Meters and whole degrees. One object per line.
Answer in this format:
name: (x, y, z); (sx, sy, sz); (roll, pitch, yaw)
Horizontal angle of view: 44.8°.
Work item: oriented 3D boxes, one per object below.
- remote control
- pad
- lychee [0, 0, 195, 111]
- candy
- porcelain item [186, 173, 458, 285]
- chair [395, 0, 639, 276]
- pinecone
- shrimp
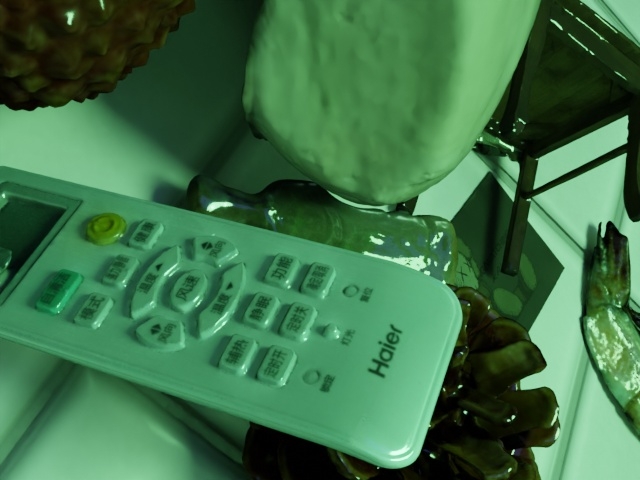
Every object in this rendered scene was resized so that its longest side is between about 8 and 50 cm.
remote control: (-0.079, 0.034, 0.407); (0.293, 0.051, 0.103); (16, 52, 15)
pad: (0.158, 0.032, 0.715); (0.127, 0.004, 0.190); (50, 49, -8)
lychee: (-0.158, -0.222, 0.409); (0.275, 0.275, 0.304); (-7, 100, -39)
candy: (0.060, -0.237, 0.534); (0.186, 0.386, 0.427); (3, 34, 4)
porcelain item: (0.000, 0.000, 0.566); (0.215, 0.069, 0.081); (14, 75, -33)
chair: (0.192, -0.150, 0.705); (0.160, 0.186, 0.319); (28, 58, -18)
pinecone: (0.056, 0.109, 0.484); (0.207, 0.207, 0.208); (15, 62, -32)
shrimp: (0.372, 0.047, 0.834); (0.233, 0.071, 0.365); (17, 66, -25)
